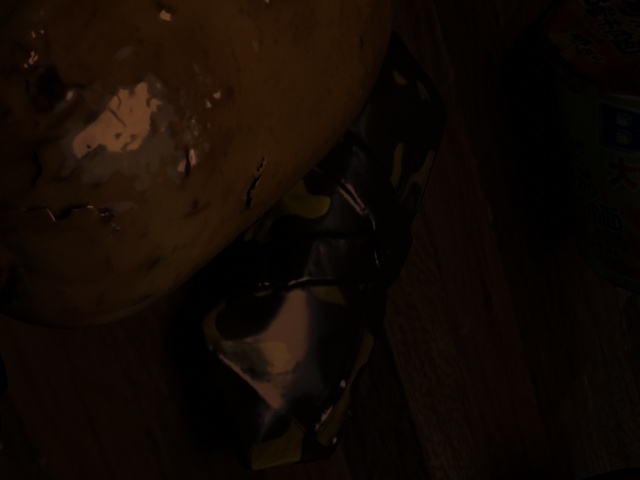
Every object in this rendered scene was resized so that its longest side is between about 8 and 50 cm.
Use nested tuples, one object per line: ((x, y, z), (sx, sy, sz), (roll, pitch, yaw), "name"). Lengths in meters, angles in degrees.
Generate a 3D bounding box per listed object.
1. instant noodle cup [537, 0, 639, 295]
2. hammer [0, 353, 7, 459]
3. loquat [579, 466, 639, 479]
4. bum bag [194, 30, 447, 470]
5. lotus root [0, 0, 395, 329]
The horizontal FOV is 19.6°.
((0.231, -0.065, 1.121), (0.205, 0.205, 0.153), (-43, 138, -45), "instant noodle cup")
((-0.223, 0.212, 0.555), (0.242, 0.095, 0.409), (10, 88, -57), "hammer")
((0.202, 0.229, 1.118), (0.227, 0.179, 0.179), (30, 69, -51), "loquat")
((0.000, 0.000, 0.886), (0.106, 0.060, 0.232), (40, 59, -41), "bum bag")
((-0.060, -0.080, 0.714), (0.284, 0.146, 0.160), (-45, 150, -39), "lotus root")
